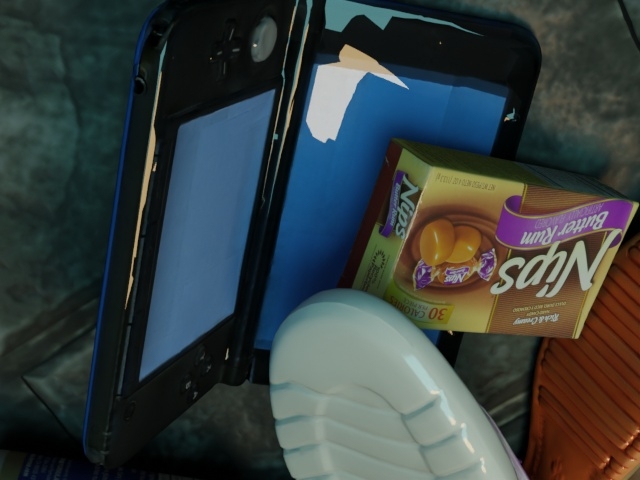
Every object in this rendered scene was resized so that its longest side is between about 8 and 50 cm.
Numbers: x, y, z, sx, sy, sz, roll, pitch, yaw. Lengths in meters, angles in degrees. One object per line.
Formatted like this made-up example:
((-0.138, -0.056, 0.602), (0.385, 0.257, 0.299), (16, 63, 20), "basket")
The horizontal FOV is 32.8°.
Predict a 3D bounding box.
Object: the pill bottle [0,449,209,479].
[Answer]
((-0.127, 0.246, 0.790), (0.265, 0.153, 0.153), (11, 112, -8), "pill bottle")

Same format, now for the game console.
((0.000, 0.000, 0.688), (0.173, 0.250, 0.293), (19, 113, 17), "game console")

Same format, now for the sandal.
((0.093, 0.186, 0.729), (0.169, 0.102, 0.416), (-5, 123, 40), "sandal")

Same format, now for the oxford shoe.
((0.233, 0.140, 0.801), (0.133, 0.130, 0.363), (5, 121, -25), "oxford shoe")

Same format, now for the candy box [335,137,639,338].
((0.112, 0.004, 0.713), (0.187, 0.053, 0.109), (8, 111, -34), "candy box")
